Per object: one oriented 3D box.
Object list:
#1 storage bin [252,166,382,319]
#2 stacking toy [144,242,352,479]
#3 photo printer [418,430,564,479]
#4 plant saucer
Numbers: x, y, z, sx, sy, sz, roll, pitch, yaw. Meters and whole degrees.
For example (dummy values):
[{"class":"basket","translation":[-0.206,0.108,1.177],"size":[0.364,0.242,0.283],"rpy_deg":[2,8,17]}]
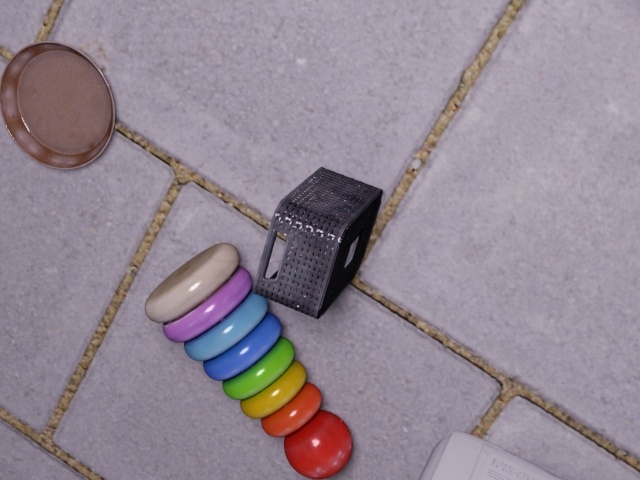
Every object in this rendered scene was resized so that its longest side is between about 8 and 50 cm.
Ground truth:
[{"class":"storage bin","translation":[0.000,0.000,1.383],"size":[0.084,0.180,0.122],"rpy_deg":[21,114,12]},{"class":"stacking toy","translation":[-0.075,0.168,1.509],"size":[0.141,0.141,0.330],"rpy_deg":[-31,103,25]},{"class":"photo printer","translation":[0.212,0.371,1.369],"size":[0.256,0.307,0.107],"rpy_deg":[26,114,8]},{"class":"plant saucer","translation":[-0.336,-0.176,1.523],"size":[0.168,0.029,0.168],"rpy_deg":[6,109,17]}]
